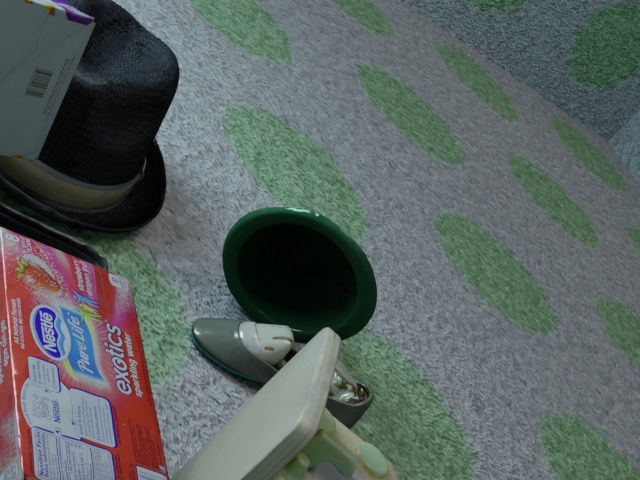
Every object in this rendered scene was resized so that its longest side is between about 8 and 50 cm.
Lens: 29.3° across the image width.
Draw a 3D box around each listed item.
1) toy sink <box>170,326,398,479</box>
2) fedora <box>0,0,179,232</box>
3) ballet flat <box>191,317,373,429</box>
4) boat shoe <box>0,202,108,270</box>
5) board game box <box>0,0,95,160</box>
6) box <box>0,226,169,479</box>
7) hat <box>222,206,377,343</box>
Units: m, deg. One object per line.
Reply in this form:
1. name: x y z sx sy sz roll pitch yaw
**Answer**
1. toy sink: -0.028 0.208 0.930 0.131 0.234 0.153 40 22 -10
2. fedora: -0.254 -0.164 1.299 0.334 0.152 0.334 36 24 -18
3. ballet flat: -0.034 0.124 1.276 0.213 0.068 0.072 34 24 -21
4. boat shoe: -0.317 -0.017 1.002 0.306 0.105 0.113 32 25 -26
5. board game box: -0.361 -0.204 1.105 0.275 0.144 0.142 35 16 32
6. box: -0.209 0.129 0.908 0.128 0.122 0.257 27 28 -36
7. hat: 0.000 0.000 1.373 0.183 0.208 0.173 -50 124 -50
